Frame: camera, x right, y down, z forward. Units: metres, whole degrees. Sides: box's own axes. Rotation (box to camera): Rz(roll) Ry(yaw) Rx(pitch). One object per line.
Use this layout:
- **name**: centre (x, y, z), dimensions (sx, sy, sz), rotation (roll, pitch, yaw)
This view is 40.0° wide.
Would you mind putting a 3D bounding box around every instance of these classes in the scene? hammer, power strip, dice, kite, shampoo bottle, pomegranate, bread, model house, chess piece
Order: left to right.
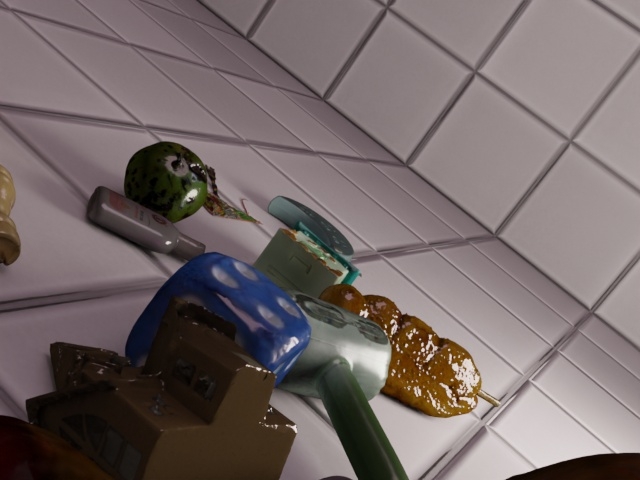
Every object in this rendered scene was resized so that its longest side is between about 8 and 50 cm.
- **chess piece**: centre (-0.350, -0.026, 0.933), dimensions (0.066, 0.066, 0.122), rotation (21, 26, -42)
- **model house**: centre (-0.160, 0.125, 0.756), dimensions (0.248, 0.176, 0.181), rotation (27, 8, 36)
- **shampoo bottle**: centre (-0.232, -0.016, 1.183), dimensions (0.165, 0.040, 0.080), rotation (28, 16, -23)
- **pomegranate**: centre (-0.229, -0.079, 1.281), dimensions (0.122, 0.122, 0.161), rotation (33, -22, -10)
- **kite**: centre (-0.184, -0.087, 1.556), dimensions (0.198, 0.006, 0.244), rotation (30, 16, -18)
- **dice**: centre (-0.105, 0.103, 0.910), dimensions (0.146, 0.143, 0.146), rotation (39, 16, 10)
- **model house**: centre (-0.019, 0.048, 1.340), dimensions (0.127, 0.100, 0.149), rotation (40, 14, 12)
- **power strip**: centre (0.000, 0.000, 1.620), dimensions (0.137, 0.044, 0.216), rotation (17, 24, -51)
- **hammer**: centre (0.031, 0.201, 1.003), dimensions (0.206, 0.119, 0.335), rotation (22, 27, -39)
- **bread**: centre (0.127, 0.172, 1.278), dimensions (0.344, 0.124, 0.084), rotation (30, -10, -22)

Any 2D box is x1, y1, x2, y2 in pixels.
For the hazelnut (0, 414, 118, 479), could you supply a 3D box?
- **hazelnut**: centre (-0.181, 0.198, 0.448), dimensions (0.208, 0.208, 0.208), rotation (33, 16, -11)

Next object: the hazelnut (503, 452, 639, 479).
- **hazelnut**: centre (0.236, 0.319, 0.618), dimensions (0.365, 0.366, 0.366), rotation (33, 16, -11)

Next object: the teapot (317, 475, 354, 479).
- **teapot**: centre (0.042, 0.270, 0.752), dimensions (0.146, 0.148, 0.116), rotation (43, 2, -25)
